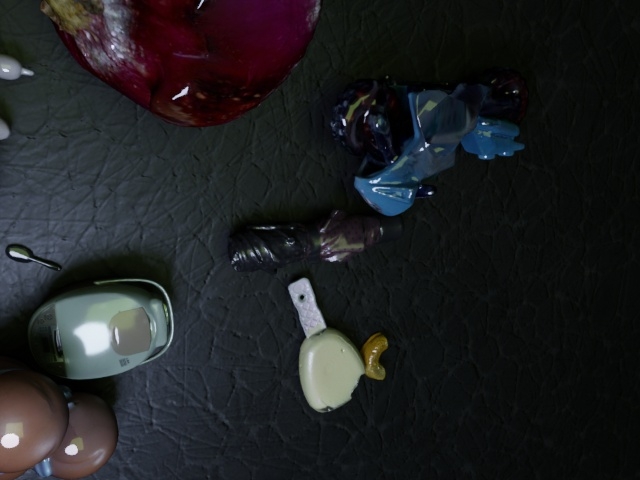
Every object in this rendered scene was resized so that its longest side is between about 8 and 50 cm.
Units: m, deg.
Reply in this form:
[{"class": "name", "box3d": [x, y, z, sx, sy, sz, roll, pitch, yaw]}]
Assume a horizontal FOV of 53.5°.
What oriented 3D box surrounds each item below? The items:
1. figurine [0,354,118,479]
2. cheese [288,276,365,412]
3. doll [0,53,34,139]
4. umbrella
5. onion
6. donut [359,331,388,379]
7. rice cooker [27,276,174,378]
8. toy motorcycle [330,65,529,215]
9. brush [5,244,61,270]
[{"class": "figurine", "box3d": [-0.505, 0.316, 0.865, 0.248, 0.277, 0.388, 39, 77, 19]}, {"class": "cheese", "box3d": [0.002, 0.183, 1.152, 0.127, 0.050, 0.256, -24, 109, -17]}, {"class": "doll", "box3d": [-0.477, -0.209, 0.864, 0.161, 0.059, 0.160, -39, 111, -12]}, {"class": "umbrella", "box3d": [0.000, 0.000, 1.092, 0.325, 0.090, 0.094, -8, 82, -21]}, {"class": "onion", "box3d": [-0.136, -0.368, 0.842, 0.420, 0.398, 0.399, -37, 116, -44]}, {"class": "donut", "box3d": [0.109, 0.222, 1.212, 0.067, 0.038, 0.083, 41, 86, -21]}, {"class": "rice cooker", "box3d": [-0.330, 0.127, 0.961, 0.206, 0.127, 0.145, -10, 106, -24]}, {"class": "toy motorcycle", "box3d": [0.198, -0.177, 1.112, 0.415, 0.172, 0.232, -14, 112, -29]}, {"class": "brush", "box3d": [-0.432, 0.028, 0.959, 0.083, 0.008, 0.024, 24, 89, -26]}]
